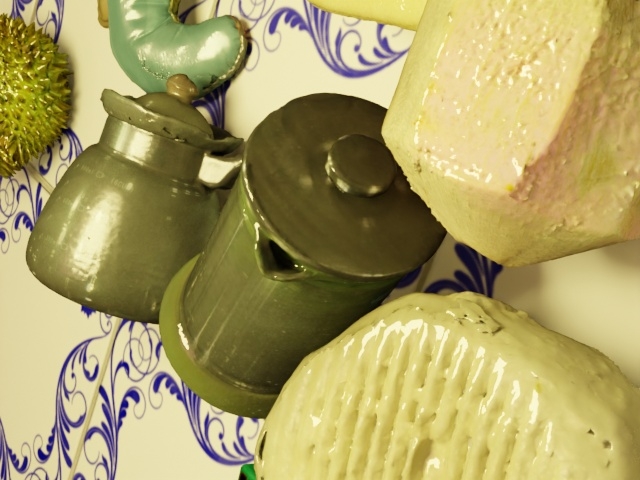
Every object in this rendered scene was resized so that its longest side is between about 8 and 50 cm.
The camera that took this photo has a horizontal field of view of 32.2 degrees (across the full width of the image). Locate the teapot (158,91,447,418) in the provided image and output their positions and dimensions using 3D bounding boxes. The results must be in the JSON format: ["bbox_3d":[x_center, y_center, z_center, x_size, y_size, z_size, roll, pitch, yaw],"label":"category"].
[{"bbox_3d":[0.000,0.000,1.043,0.200,0.270,0.337,44,146,7],"label":"teapot"}]

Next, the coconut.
[{"bbox_3d":[0.172,-0.098,0.862,0.233,0.233,0.245,24,103,48],"label":"coconut"}]

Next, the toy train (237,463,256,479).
[{"bbox_3d":[-0.049,0.332,1.200,0.136,0.091,0.228,35,115,57],"label":"toy train"}]

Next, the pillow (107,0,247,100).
[{"bbox_3d":[-0.181,-0.290,1.387,0.214,0.086,0.233,2,96,33],"label":"pillow"}]

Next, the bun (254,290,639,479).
[{"bbox_3d":[0.124,0.205,0.916,0.359,0.211,0.360,-1,89,38],"label":"bun"}]

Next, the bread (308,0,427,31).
[{"bbox_3d":[0.091,-0.237,1.051,0.188,0.125,0.068,25,113,48],"label":"bread"}]

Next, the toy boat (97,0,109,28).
[{"bbox_3d":[-0.245,-0.371,1.507,0.116,0.061,0.188,45,120,40],"label":"toy boat"}]

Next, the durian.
[{"bbox_3d":[-0.517,-0.227,1.689,0.291,0.224,0.291,-14,70,42],"label":"durian"}]

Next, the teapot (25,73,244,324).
[{"bbox_3d":[-0.186,-0.052,1.300,0.305,0.223,0.285,27,101,50],"label":"teapot"}]
